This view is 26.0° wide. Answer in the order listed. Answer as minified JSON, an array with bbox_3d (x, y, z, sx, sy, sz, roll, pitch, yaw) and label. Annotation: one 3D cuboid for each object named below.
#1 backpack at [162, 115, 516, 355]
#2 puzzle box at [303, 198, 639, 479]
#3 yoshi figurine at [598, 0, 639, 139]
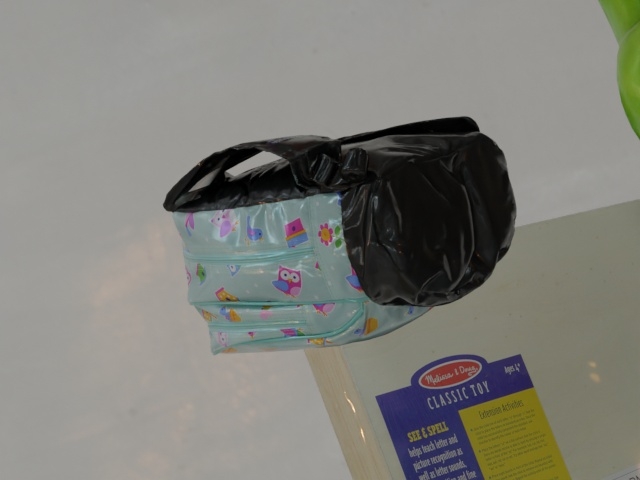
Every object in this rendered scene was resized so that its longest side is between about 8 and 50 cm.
[{"bbox_3d":[0.000,0.000,0.765,0.182,0.152,0.115,-9,90,38],"label":"backpack"},{"bbox_3d":[0.187,0.120,1.146,0.052,0.409,0.272,-37,70,52],"label":"puzzle box"},{"bbox_3d":[0.133,-0.138,0.420,0.203,0.362,0.203,-44,31,35],"label":"yoshi figurine"}]
